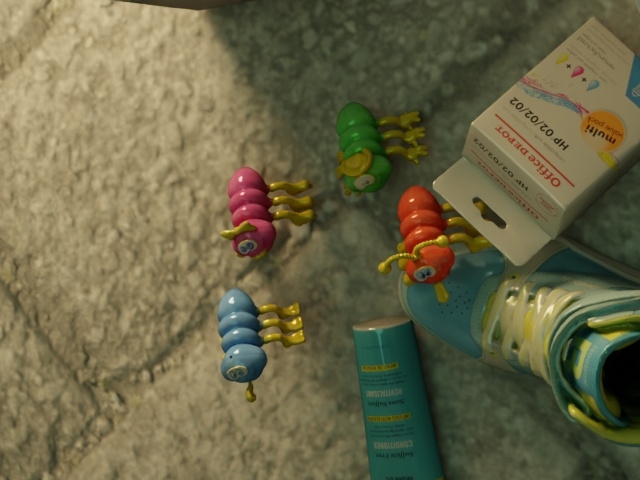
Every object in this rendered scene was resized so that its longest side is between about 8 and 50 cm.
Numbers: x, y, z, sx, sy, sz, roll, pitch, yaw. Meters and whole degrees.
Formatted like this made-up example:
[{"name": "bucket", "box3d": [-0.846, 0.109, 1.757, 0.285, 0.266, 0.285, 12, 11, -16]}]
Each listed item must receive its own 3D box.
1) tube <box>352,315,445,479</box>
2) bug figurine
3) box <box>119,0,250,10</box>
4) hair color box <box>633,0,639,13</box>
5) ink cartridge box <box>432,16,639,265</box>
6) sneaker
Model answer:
[{"name": "tube", "box3d": [0.070, 0.170, 1.533, 0.080, 0.052, 0.207, -6, 98, 30]}, {"name": "bug figurine", "box3d": [0.000, 0.000, 1.487, 0.279, 0.072, 0.216, -30, 52, 23]}, {"name": "box", "box3d": [-0.063, -0.379, 1.476, 0.215, 0.168, 0.345, -6, 92, 23]}, {"name": "hair color box", "box3d": [0.257, -0.295, 1.340, 0.114, 0.185, 0.374, -29, 83, 23]}, {"name": "ink cartridge box", "box3d": [0.187, -0.078, 1.402, 0.181, 0.061, 0.104, -42, 75, -18]}, {"name": "sneaker", "box3d": [0.184, 0.068, 1.387, 0.319, 0.208, 0.127, 13, 99, 23]}]
